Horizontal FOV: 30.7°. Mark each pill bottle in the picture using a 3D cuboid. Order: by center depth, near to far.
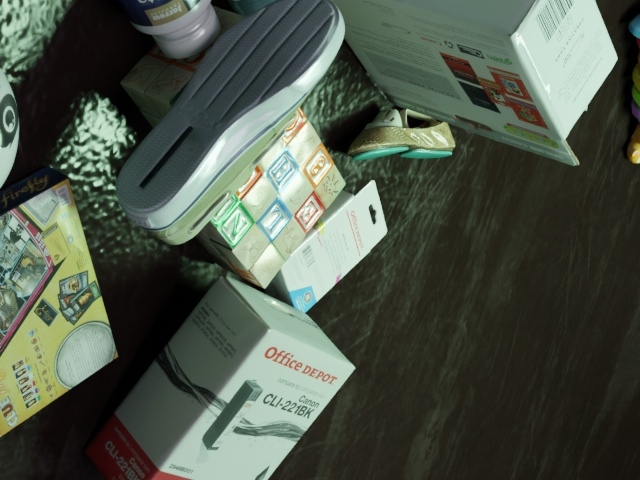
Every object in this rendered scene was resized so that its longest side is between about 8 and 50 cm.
[{"bbox_3d":[-0.163,-0.265,1.158,0.094,0.094,0.169,-49,139,-19],"label":"pill bottle"}]

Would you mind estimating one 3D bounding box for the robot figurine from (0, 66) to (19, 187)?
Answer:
[{"bbox_3d":[-0.380,-0.087,0.939,0.278,0.173,0.209,-14,122,-44],"label":"robot figurine"}]

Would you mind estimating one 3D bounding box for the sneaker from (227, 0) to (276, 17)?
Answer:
[{"bbox_3d":[-0.021,-0.367,1.265,0.282,0.099,0.153,-58,143,-4],"label":"sneaker"}]

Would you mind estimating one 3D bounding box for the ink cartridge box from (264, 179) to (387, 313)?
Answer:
[{"bbox_3d":[0.000,0.000,1.519,0.181,0.061,0.104,-42,138,-25],"label":"ink cartridge box"}]

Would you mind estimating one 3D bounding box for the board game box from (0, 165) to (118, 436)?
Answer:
[{"bbox_3d":[-0.310,0.065,1.212,0.165,0.042,0.243,-34,133,-33],"label":"board game box"}]

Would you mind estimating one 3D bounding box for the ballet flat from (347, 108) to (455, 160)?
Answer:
[{"bbox_3d":[0.105,-0.144,1.574,0.206,0.073,0.067,-6,87,-51],"label":"ballet flat"}]

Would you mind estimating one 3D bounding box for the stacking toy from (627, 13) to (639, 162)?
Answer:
[{"bbox_3d":[0.599,-0.253,2.034,0.175,0.166,0.302,-32,146,-40],"label":"stacking toy"}]

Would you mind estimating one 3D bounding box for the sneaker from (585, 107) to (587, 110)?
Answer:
[{"bbox_3d":[0.346,-0.258,1.773,0.228,0.087,0.092,3,101,-57],"label":"sneaker"}]

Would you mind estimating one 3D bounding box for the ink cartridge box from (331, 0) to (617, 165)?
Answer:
[{"bbox_3d":[0.176,-0.245,1.390,0.130,0.309,0.272,-56,142,-11],"label":"ink cartridge box"}]

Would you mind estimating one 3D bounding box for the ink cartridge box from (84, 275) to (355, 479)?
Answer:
[{"bbox_3d":[-0.116,0.201,1.408,0.273,0.114,0.197,-53,142,5],"label":"ink cartridge box"}]

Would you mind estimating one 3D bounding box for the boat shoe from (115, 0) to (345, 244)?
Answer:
[{"bbox_3d":[-0.088,-0.126,1.192,0.302,0.109,0.094,-47,154,-8],"label":"boat shoe"}]

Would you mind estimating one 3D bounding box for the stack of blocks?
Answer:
[{"bbox_3d":[-0.102,-0.101,1.324,0.171,0.087,0.297,-52,140,-16],"label":"stack of blocks"}]
